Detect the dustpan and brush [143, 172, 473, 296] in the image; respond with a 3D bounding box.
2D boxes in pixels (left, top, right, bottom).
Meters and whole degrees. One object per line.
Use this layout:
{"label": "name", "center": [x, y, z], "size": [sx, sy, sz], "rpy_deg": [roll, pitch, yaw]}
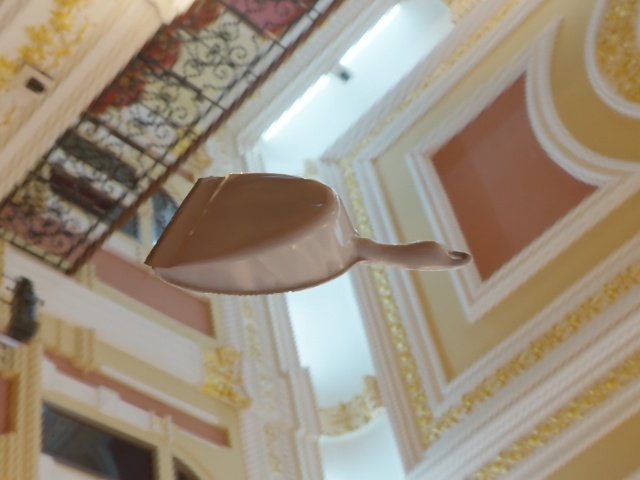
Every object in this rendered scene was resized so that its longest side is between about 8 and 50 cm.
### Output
{"label": "dustpan and brush", "center": [0.000, 0.000, 0.764], "size": [0.211, 0.060, 0.147], "rpy_deg": [-4, -152, 15]}
